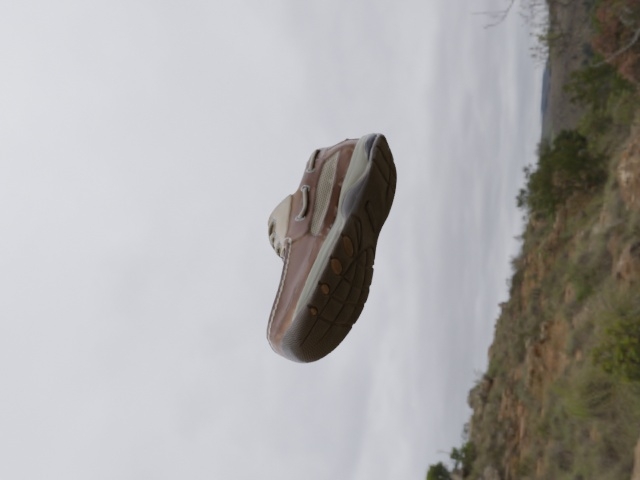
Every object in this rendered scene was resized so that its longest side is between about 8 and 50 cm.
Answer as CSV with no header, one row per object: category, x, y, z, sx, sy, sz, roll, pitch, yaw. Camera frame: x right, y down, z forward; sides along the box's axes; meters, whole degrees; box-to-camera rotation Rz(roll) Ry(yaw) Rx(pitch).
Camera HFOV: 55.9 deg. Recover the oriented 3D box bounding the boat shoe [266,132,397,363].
boat shoe,0.000,0.000,0.710,0.123,0.116,0.324,70,-148,-41
